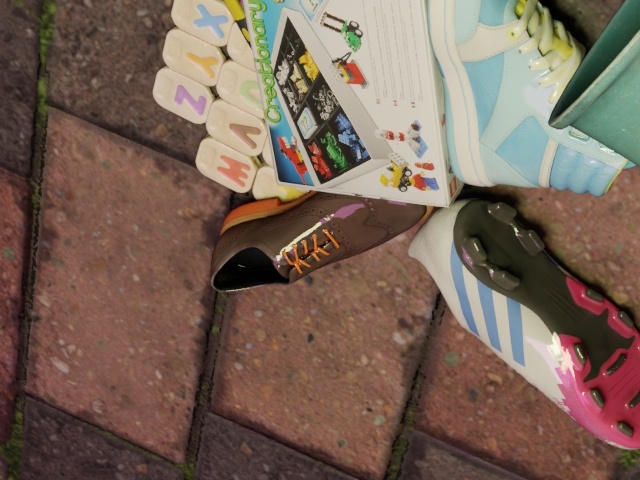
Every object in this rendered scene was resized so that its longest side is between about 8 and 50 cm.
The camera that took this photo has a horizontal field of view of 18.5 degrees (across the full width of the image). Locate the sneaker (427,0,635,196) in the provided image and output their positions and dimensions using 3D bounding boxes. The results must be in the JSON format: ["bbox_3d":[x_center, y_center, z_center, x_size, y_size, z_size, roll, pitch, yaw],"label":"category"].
[{"bbox_3d":[0.217,-0.169,1.800,0.208,0.127,0.319,12,141,24],"label":"sneaker"}]

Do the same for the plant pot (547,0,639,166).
[{"bbox_3d":[0.414,-0.129,1.552,0.334,0.341,0.341,37,136,0],"label":"plant pot"}]

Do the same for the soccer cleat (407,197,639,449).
[{"bbox_3d":[0.225,0.086,2.036,0.331,0.116,0.143,49,152,-13],"label":"soccer cleat"}]

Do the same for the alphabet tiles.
[{"bbox_3d":[-0.043,-0.145,2.042,0.278,0.021,0.284,27,135,7],"label":"alphabet tiles"}]

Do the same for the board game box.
[{"bbox_3d":[0.029,-0.179,1.901,0.193,0.053,0.305,8,129,24],"label":"board game box"}]

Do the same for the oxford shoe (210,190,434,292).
[{"bbox_3d":[0.000,0.000,2.060,0.271,0.098,0.097,-19,122,35],"label":"oxford shoe"}]

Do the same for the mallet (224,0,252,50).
[{"bbox_3d":[-0.091,-0.228,1.954,0.062,0.039,0.189,0,134,29],"label":"mallet"}]
